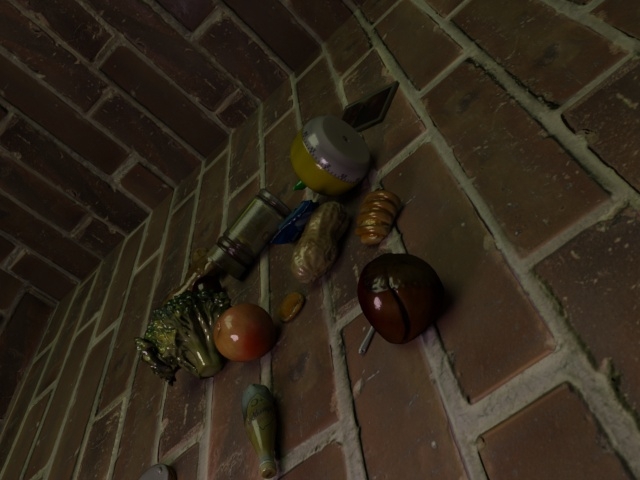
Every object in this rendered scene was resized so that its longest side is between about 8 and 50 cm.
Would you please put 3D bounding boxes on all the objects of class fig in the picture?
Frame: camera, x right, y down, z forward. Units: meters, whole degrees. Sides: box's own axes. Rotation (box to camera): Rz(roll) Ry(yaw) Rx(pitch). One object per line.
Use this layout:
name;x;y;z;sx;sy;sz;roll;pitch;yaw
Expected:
fig;-0.410;0.205;2.219;0.109;0.103;0.154;-15;61;-15

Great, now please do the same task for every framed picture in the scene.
framed picture;0.163;-0.489;2.322;0.289;0.020;0.211;-14;44;48

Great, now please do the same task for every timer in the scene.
timer;0.002;-0.249;2.004;0.285;0.285;0.285;-36;29;25

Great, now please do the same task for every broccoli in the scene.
broccoli;-0.428;0.293;1.913;0.334;0.324;0.272;-49;34;27

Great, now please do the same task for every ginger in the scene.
ginger;-0.486;0.146;2.380;0.348;0.122;0.363;-26;24;54

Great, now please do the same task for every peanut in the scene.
peanut;0.000;0.000;1.819;0.130;0.130;0.290;-18;41;46

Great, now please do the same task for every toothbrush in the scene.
toothbrush;0.139;0.190;1.482;0.204;0.017;0.022;-62;10;-23

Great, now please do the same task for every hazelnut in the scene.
hazelnut;0.173;0.136;1.343;0.208;0.208;0.208;-36;29;25

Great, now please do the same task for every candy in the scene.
candy;-0.074;-0.059;1.958;0.187;0.077;0.331;-48;-1;3

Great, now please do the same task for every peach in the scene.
peach;-0.225;0.271;1.758;0.184;0.184;0.184;-36;29;25

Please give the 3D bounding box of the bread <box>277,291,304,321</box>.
bread;-0.090;0.198;1.810;0.110;0.024;0.110;-36;30;24

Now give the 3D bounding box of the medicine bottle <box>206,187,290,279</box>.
medicine bottle;-0.261;-0.027;2.219;0.322;0.151;0.151;-51;27;-4

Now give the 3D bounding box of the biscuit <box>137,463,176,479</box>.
biscuit;-0.482;0.723;1.705;0.181;0.049;0.208;-53;25;-4

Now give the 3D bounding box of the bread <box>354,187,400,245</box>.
bread;0.159;-0.070;1.718;0.119;0.084;0.177;-13;48;51

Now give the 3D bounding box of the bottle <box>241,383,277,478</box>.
bottle;-0.143;0.466;1.483;0.083;0.083;0.269;-44;30;11
